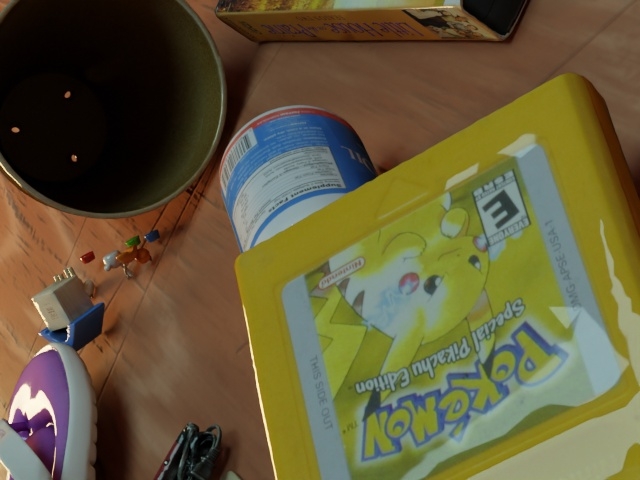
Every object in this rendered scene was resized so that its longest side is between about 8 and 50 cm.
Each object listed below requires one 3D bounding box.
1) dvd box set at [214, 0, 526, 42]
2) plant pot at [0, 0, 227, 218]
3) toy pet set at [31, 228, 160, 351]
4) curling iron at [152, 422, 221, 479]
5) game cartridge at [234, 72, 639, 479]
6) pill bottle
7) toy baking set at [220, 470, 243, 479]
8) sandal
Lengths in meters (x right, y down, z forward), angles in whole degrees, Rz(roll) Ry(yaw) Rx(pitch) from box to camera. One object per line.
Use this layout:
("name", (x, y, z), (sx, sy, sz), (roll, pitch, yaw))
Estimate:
("dvd box set", (0.082, -0.319, 1.602), (0.420, 0.062, 0.308), (12, 75, 59))
("plant pot", (-0.242, -0.126, 1.800), (0.237, 0.237, 0.254), (-68, 17, -13))
("toy pet set", (-0.212, 0.053, 1.754), (0.122, 0.065, 0.114), (-17, 16, 47))
("curling iron", (-0.159, 0.264, 1.481), (0.274, 0.035, 0.068), (-58, 12, 9))
("game cartridge", (0.088, 0.085, 1.138), (0.285, 0.052, 0.324), (-29, 49, 21))
("pill bottle", (0.000, 0.000, 1.388), (0.124, 0.124, 0.221), (-49, 32, 19))
("toy baking set", (-0.079, 0.283, 1.355), (0.196, 0.030, 0.256), (-16, 52, 51))
("sandal", (-0.267, 0.231, 1.582), (0.169, 0.102, 0.416), (-56, 25, 31))
